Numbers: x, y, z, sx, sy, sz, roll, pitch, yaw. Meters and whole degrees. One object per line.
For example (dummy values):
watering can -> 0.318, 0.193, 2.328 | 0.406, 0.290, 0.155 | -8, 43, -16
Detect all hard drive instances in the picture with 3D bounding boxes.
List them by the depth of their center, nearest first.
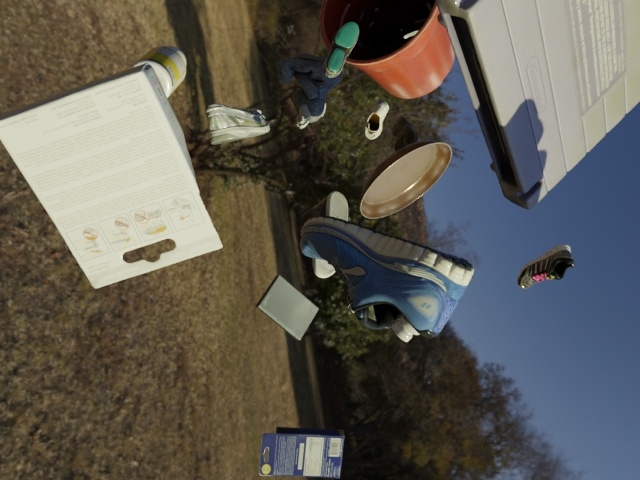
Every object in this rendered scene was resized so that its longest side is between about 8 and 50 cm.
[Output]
hard drive -> -0.078, 0.160, 1.177 | 0.135, 0.094, 0.022 | 42, -28, -18

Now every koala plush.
koala plush -> -0.032, -0.505, 1.695 | 0.196, 0.203, 0.221 | -50, 152, -55

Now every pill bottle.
pill bottle -> 0.220, 0.172, 1.124 | 0.067, 0.120, 0.067 | 38, 12, -10
pill bottle -> -0.393, -0.418, 1.219 | 0.184, 0.103, 0.103 | -85, 164, -54

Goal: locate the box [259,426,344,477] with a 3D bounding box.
box -> -0.053, 0.586, 1.364 | 0.036, 0.225, 0.136 | -111, -154, -76

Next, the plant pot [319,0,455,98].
plant pot -> 0.180, -0.474, 1.136 | 0.265, 0.272, 0.272 | 18, 52, -60

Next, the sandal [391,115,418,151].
sandal -> 0.283, -0.335, 1.616 | 0.090, 0.060, 0.219 | -54, -158, 28

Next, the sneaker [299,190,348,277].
sneaker -> 0.000, 0.000, 1.503 | 0.147, 0.104, 0.295 | -31, -140, 46

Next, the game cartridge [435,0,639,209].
game cartridge -> 0.258, -0.217, 0.541 | 0.068, 0.230, 0.355 | 38, -7, 44

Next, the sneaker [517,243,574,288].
sneaker -> 0.618, 0.085, 1.350 | 0.063, 0.170, 0.075 | 33, 29, -28

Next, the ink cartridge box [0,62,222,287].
ink cartridge box -> -0.249, -0.073, 0.611 | 0.066, 0.189, 0.232 | -100, 171, -59

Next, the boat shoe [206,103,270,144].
boat shoe -> -0.231, -0.338, 1.399 | 0.320, 0.118, 0.103 | -49, 128, -68

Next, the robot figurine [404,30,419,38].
robot figurine -> 0.273, -0.670, 1.399 | 0.200, 0.300, 0.353 | -21, 118, -65

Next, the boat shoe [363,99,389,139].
boat shoe -> 0.093, -0.203, 0.866 | 0.035, 0.035, 0.100 | -60, 179, -21

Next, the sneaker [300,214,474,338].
sneaker -> 0.066, 0.054, 0.763 | 0.330, 0.130, 0.147 | 21, -87, 51

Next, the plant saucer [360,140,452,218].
plant saucer -> 0.236, -0.181, 1.422 | 0.050, 0.311, 0.310 | 58, -8, 23

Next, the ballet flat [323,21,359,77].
ballet flat -> 0.033, -0.335, 0.874 | 0.041, 0.041, 0.114 | 80, 32, -70
